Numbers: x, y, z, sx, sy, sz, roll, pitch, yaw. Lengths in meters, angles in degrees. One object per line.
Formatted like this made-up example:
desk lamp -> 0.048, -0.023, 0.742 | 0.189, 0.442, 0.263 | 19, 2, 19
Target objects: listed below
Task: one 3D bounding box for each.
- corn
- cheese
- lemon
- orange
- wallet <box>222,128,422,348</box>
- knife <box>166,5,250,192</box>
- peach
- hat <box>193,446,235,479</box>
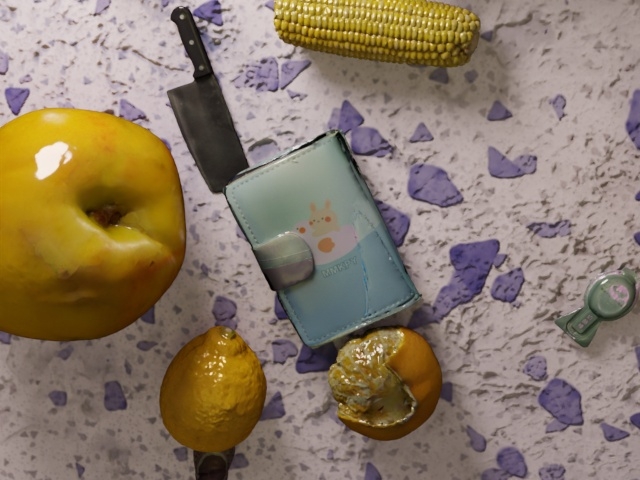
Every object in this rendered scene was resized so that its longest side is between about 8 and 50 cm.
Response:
corn -> 0.066, -0.256, 1.481 | 0.248, 0.081, 0.081 | 8, 110, 1
cheese -> 0.366, 0.084, 1.606 | 0.067, 0.026, 0.121 | 40, 108, -9
lemon -> -0.140, 0.197, 1.631 | 0.142, 0.142, 0.187 | 16, 116, -1
orange -> 0.085, 0.188, 1.614 | 0.156, 0.134, 0.157 | -2, 107, -7
wallet -> 0.000, 0.000, 1.583 | 0.176, 0.075, 0.250 | -24, 105, 9
knife -> -0.155, -0.175, 1.563 | 0.072, 0.019, 0.245 | -15, 110, 11
peach -> -0.323, -0.017, 1.511 | 0.308, 0.289, 0.289 | -11, 114, 50
hat -> -0.149, 0.310, 1.731 | 0.058, 0.042, 0.087 | 3, 76, 1
